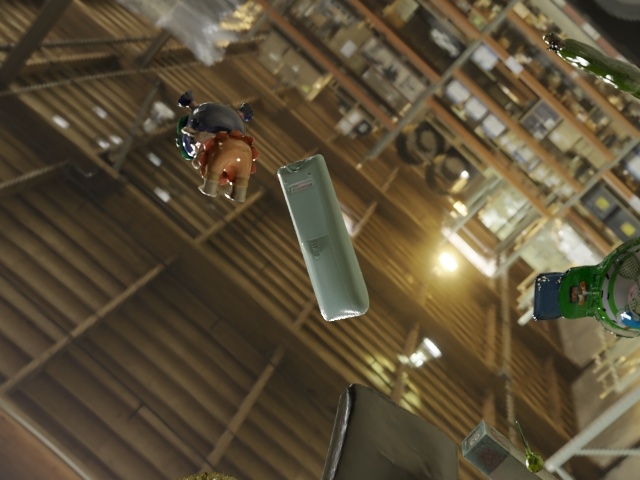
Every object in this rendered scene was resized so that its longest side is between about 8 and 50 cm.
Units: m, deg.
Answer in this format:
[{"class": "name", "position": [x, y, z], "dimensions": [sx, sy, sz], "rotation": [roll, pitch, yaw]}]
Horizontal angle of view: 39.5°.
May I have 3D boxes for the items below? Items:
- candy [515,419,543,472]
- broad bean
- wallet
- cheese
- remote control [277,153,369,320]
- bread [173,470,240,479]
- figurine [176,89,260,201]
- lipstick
[{"class": "candy", "position": [0.404, 0.401, 1.746], "dimensions": [0.123, 0.035, 0.035], "rotation": [64, -155, -15]}, {"class": "broad bean", "position": [0.449, -0.242, 1.317], "dimensions": [0.297, 0.043, 0.060], "rotation": [15, -162, -30]}, {"class": "wallet", "position": [0.104, 0.376, 1.320], "dimensions": [0.228, 0.062, 0.406], "rotation": [32, -157, -3]}, {"class": "cheese", "position": [0.538, 0.089, 1.602], "dimensions": [0.320, 0.204, 0.083], "rotation": [-6, -157, -7]}, {"class": "remote control", "position": [0.000, -0.001, 1.588], "dimensions": [0.051, 0.103, 0.293], "rotation": [-20, -87, -53]}, {"class": "bread", "position": [-0.227, 0.532, 1.558], "dimensions": [0.227, 0.253, 0.142], "rotation": [63, -174, -11]}, {"class": "figurine", "position": [-0.138, -0.137, 1.260], "dimensions": [0.111, 0.102, 0.195], "rotation": [13, -160, -29]}, {"class": "lipstick", "position": [0.470, 0.539, 1.920], "dimensions": [0.371, 0.080, 0.076], "rotation": [38, -167, -3]}]
